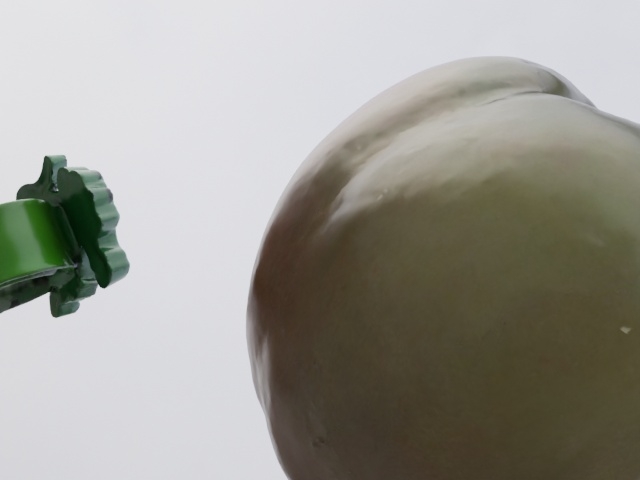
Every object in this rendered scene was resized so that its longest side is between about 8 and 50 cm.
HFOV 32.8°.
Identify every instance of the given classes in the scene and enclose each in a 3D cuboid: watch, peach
[{"bbox_3d":[-0.270,0.005,0.944,0.165,0.152,0.131,-30,-101,52],"label":"watch"},{"bbox_3d":[0.087,0.043,0.615,0.292,0.292,0.247,7,-21,34],"label":"peach"}]
